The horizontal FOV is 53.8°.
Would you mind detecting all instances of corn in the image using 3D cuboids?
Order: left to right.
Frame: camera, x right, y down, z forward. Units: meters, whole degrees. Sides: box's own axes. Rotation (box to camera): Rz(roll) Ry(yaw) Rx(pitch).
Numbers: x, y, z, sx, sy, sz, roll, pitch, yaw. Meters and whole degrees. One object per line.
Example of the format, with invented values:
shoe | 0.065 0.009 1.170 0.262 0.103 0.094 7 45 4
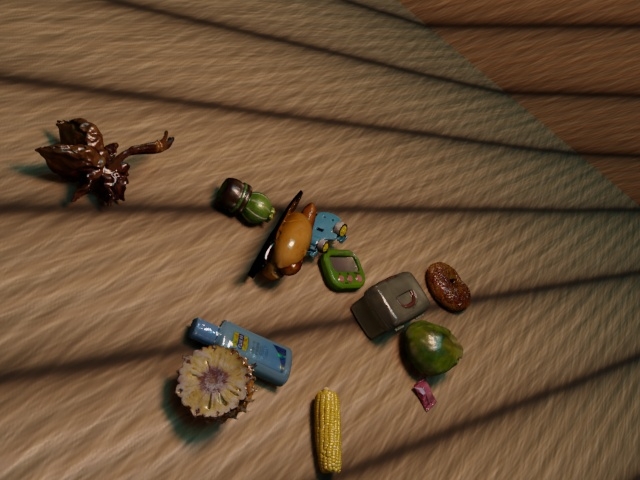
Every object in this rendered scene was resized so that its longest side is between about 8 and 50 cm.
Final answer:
corn | 0.018 0.452 1.509 0.067 0.067 0.206 19 51 -30

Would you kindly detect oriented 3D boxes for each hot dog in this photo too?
hot dog | -0.073 -0.004 1.692 0.107 0.194 0.326 34 55 -8

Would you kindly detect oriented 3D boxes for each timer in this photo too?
timer | 0.064 0.087 1.853 0.140 0.047 0.128 2 60 -41

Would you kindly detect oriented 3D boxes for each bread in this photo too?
bread | 0.433 0.152 2.116 0.193 0.064 0.193 26 42 -26

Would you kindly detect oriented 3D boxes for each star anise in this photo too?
star anise | -0.504 -0.204 1.505 0.346 0.148 0.237 -17 73 -37

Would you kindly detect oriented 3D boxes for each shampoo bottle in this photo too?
shampoo bottle | -0.188 0.254 1.486 0.258 0.061 0.104 28 43 -22

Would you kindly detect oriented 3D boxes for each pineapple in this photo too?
pineapple | -0.215 0.321 1.368 0.176 0.137 0.161 -2 64 4

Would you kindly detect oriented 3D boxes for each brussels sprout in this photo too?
brussels sprout | 0.323 0.316 1.834 0.181 0.144 0.161 22 11 -12

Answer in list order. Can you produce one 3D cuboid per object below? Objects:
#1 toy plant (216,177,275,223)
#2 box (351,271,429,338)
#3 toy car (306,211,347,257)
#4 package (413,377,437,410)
toy plant | -0.201 -0.104 1.735 0.162 0.093 0.093 29 44 -21
box | 0.205 0.188 1.833 0.210 0.129 0.148 -18 72 -48
toy car | 0.000 0.000 1.835 0.126 0.098 0.161 19 58 29
package | 0.299 0.437 1.799 0.059 0.029 0.083 -23 84 -45
